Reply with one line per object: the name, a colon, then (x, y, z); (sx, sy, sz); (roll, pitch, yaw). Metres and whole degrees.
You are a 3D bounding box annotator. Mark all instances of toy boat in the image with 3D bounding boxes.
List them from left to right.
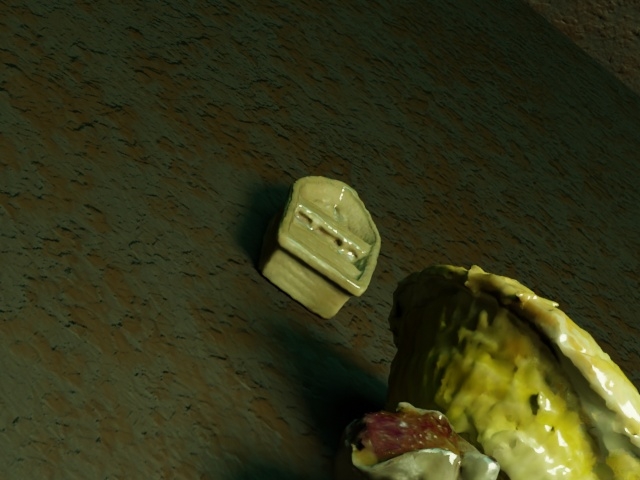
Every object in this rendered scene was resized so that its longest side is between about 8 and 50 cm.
toy boat: (0.000, 0.000, 1.617); (0.116, 0.061, 0.188); (35, 27, -8)

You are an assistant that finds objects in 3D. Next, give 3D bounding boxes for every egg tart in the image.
egg tart: (0.161, 0.179, 1.364); (0.132, 0.345, 0.345); (-37, 75, -23)

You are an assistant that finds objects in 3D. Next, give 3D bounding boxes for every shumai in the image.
shumai: (0.094, 0.233, 1.242); (0.218, 0.185, 0.184); (18, 34, -37)
